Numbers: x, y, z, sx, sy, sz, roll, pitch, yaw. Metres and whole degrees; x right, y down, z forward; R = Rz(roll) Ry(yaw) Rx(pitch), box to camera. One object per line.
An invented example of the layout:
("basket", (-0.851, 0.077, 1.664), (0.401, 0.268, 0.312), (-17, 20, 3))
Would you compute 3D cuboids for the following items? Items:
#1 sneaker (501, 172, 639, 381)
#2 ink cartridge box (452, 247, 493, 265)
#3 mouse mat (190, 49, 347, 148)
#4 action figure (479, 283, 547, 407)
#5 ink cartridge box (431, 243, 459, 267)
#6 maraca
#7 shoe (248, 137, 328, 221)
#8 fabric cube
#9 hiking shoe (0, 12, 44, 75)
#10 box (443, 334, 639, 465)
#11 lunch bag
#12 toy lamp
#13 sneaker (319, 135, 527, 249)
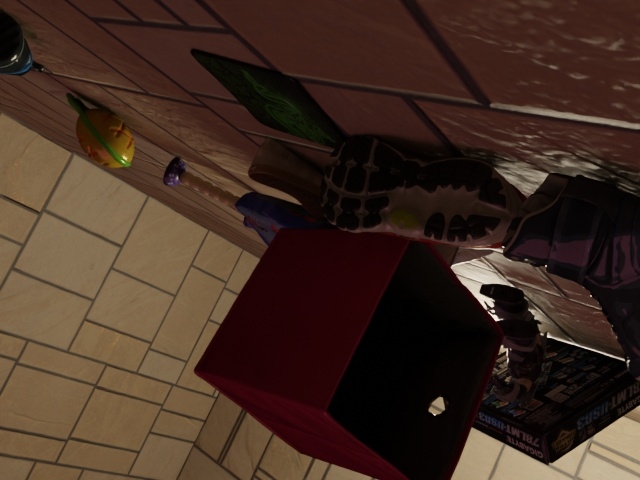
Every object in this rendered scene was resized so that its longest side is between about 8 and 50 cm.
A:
("sneaker", (0.245, 0.033, 0.620), (0.163, 0.086, 0.226), (16, 144, 25))
("ink cartridge box", (0.159, -0.011, 1.079), (0.145, 0.045, 0.179), (29, 154, -19))
("mouse mat", (-0.051, -0.157, 0.816), (0.152, 0.007, 0.189), (22, 173, 30))
("action figure", (0.362, 0.192, 1.292), (0.099, 0.185, 0.285), (-2, 145, 22))
("ink cartridge box", (0.117, 0.018, 1.009), (0.139, 0.082, 0.191), (26, 156, 8))
("maraca", (-0.450, -0.224, 1.427), (0.186, 0.099, 0.127), (51, 178, 3))
("shoe", (-0.011, -0.084, 1.051), (0.219, 0.058, 0.076), (27, 154, -38))
("fabric cube", (0.044, 0.154, 0.943), (0.258, 0.254, 0.259), (0, 143, 47))
("hiking shoe", (-0.587, -0.326, 1.066), (0.304, 0.113, 0.132), (26, 172, -2))
("box", (0.448, 0.305, 1.415), (0.293, 0.295, 0.073), (10, 119, 60))
("lunch bag", (0.000, 0.000, 1.240), (0.221, 0.138, 0.293), (27, 173, 42))
("toy lamp", (-0.218, -0.097, 1.570), (0.274, 0.080, 0.080), (24, 173, 8))
("sneaker", (0.108, -0.037, 0.756), (0.118, 0.107, 0.279), (18, -177, -42))
